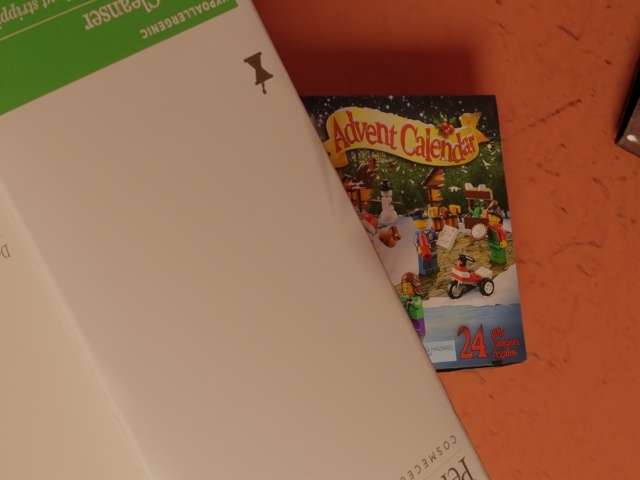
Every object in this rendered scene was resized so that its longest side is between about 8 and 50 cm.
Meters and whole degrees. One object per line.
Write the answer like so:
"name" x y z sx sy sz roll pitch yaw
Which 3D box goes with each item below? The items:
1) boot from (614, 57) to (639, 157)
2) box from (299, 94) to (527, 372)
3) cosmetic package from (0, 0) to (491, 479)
"boot" 0.274 -0.019 1.249 0.207 0.090 0.248 22 73 -11
"box" 0.000 0.000 1.105 0.233 0.044 0.159 -3 83 -28
"cosmetic package" -0.098 0.014 0.919 0.197 0.155 0.365 -34 98 -45
